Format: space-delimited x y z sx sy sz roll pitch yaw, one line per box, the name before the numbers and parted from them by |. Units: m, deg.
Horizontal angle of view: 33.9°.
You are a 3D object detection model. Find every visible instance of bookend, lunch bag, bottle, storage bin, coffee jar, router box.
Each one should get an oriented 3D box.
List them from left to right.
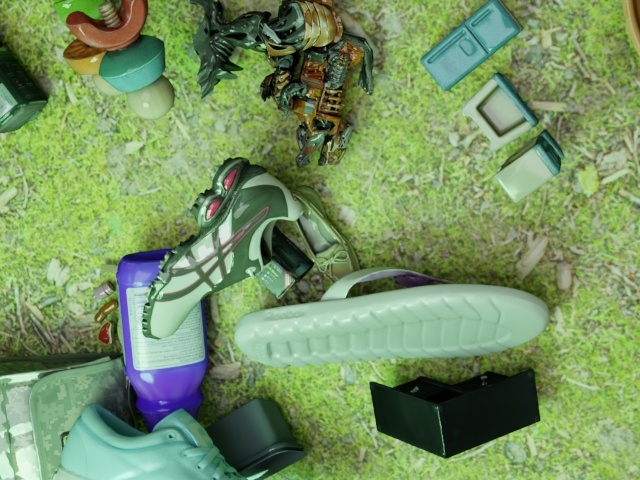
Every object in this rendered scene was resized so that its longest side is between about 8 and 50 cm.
coffee jar | -0.465 -0.239 1.444 0.079 0.096 0.184 -37 90 16
lunch bag | -0.395 0.287 1.504 0.287 0.169 0.235 -6 96 8
bottle | -0.214 0.155 1.456 0.118 0.092 0.282 -7 102 -15
storage bin | -0.097 0.285 1.469 0.135 0.098 0.091 -32 65 19
router box | -0.073 0.013 1.397 0.122 0.092 0.038 44 109 2
bookend | 0.174 0.211 1.374 0.157 0.156 0.072 -14 100 -27

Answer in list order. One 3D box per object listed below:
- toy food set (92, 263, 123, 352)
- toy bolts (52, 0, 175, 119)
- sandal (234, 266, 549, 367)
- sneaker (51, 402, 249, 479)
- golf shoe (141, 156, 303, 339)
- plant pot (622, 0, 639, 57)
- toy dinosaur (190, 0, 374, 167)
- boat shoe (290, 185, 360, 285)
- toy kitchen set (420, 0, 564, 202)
toy food set | -0.293 0.097 1.503 0.078 0.019 0.122 8 91 17
toy bolts | -0.224 -0.258 1.338 0.218 0.228 0.158 -25 122 -2
sandal | 0.082 0.084 1.362 0.416 0.169 0.102 -6 60 16
sneaker | -0.169 0.301 1.362 0.366 0.135 0.150 13 87 9
golf shoe | -0.132 0.029 1.315 0.120 0.105 0.272 32 109 -1
plant pot | 0.473 -0.277 1.133 0.291 0.203 0.290 3 102 14
toy dinosaur | -0.045 -0.253 1.330 0.218 0.164 0.321 -7 82 1
boat shoe | 0.001 -0.001 1.397 0.056 0.048 0.153 -26 94 18
toy kitchen set | 0.220 -0.170 1.241 0.122 0.166 0.207 -39 90 19
